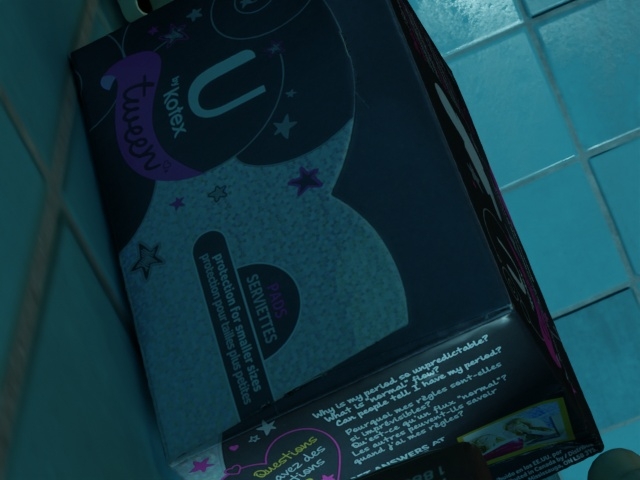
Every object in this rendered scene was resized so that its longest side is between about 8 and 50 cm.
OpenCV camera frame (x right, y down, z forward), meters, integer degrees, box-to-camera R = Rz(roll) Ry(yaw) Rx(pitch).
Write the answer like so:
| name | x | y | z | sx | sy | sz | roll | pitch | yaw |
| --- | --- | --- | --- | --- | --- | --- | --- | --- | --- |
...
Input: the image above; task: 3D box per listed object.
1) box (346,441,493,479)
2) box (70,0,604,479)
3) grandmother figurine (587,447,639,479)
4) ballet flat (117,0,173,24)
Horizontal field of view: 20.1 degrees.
| name | x | y | z | sx | sy | sz | roll | pitch | yaw |
| --- | --- | --- | --- | --- | --- | --- | --- | --- | --- |
| box | 0.043 | 0.253 | 0.486 | 0.381 | 0.143 | 0.191 | -99 | 165 | -56 |
| box | 0.000 | 0.000 | 0.830 | 0.142 | 0.163 | 0.247 | 53 | 15 | -50 |
| grandmother figurine | 0.139 | 0.192 | 0.757 | 0.342 | 0.104 | 0.208 | 164 | -82 | -65 |
| ballet flat | -0.084 | -0.115 | 1.026 | 0.067 | 0.073 | 0.206 | -20 | 84 | -56 |
